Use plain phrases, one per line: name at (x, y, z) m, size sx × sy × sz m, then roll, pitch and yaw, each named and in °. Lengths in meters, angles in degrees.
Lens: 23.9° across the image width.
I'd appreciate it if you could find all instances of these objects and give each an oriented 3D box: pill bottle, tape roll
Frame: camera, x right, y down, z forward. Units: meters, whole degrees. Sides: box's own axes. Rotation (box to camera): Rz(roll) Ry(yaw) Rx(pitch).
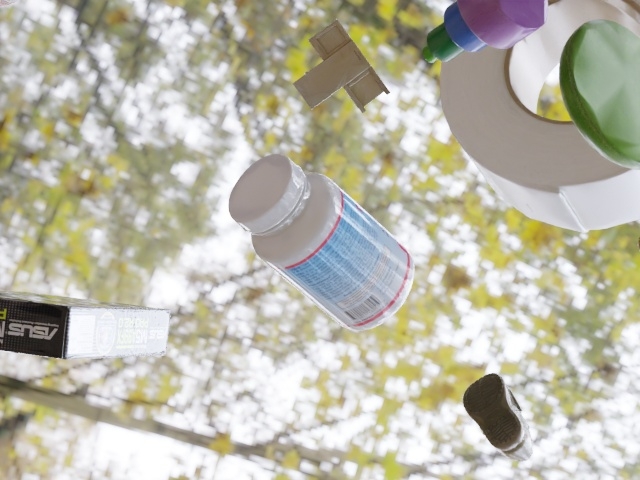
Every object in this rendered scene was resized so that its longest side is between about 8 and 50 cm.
pill bottle at (0.000, 0.000, 1.242) m, size 0.087 × 0.160 × 0.087 m, roll -27°, pitch -139°, yaw 27°
tape roll at (0.263, -0.156, 1.471) m, size 0.286 × 0.100 × 0.286 m, roll -11°, pitch -118°, yaw 21°

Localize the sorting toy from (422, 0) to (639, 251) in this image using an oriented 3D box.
sorting toy at (0.224, -0.081, 1.224) m, size 0.126 × 0.365 × 0.127 m, roll -32°, pitch -149°, yaw 45°

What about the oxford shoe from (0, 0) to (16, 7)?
oxford shoe at (-0.271, -0.360, 1.332) m, size 0.123 × 0.130 × 0.348 m, roll -45°, pitch 174°, yaw -47°

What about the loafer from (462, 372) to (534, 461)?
loafer at (0.198, 0.199, 1.673) m, size 0.056 × 0.050 × 0.148 m, roll -30°, pitch -156°, yaw 8°

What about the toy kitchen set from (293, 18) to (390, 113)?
toy kitchen set at (0.011, -0.155, 1.415) m, size 0.068 × 0.083 × 0.075 m, roll -36°, pitch -168°, yaw 4°

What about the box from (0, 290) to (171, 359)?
box at (-0.325, 0.095, 1.750) m, size 0.216 × 0.270 × 0.060 m, roll 5°, pitch -92°, yaw 18°
